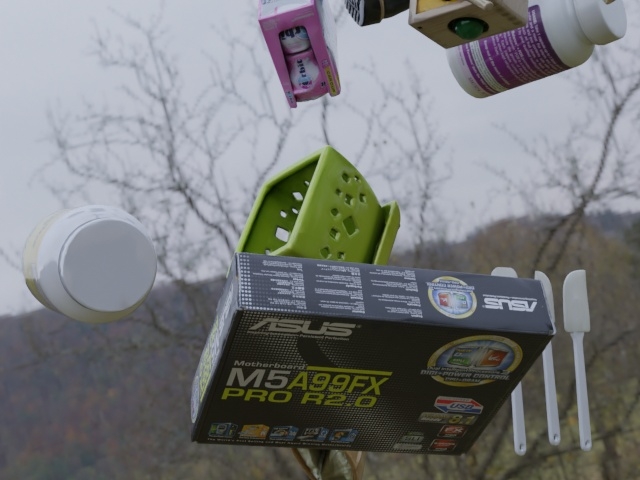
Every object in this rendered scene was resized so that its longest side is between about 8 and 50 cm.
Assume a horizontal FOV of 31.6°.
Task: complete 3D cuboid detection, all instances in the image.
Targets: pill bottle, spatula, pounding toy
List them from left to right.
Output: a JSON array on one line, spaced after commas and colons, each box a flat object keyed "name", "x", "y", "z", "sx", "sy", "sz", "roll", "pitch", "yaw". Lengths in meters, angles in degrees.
[{"name": "pill bottle", "x": -0.370, "y": 0.036, "z": 1.818, "sx": 0.188, "sy": 0.188, "sz": 0.334, "roll": -14, "pitch": 5, "yaw": -21}, {"name": "pounding toy", "x": 0.160, "y": -0.275, "z": 1.217, "sx": 0.130, "sy": 0.141, "sz": 0.100, "roll": -10, "pitch": -23, "yaw": 42}, {"name": "pill bottle", "x": 0.392, "y": -0.377, "z": 2.053, "sx": 0.301, "sy": 0.169, "sz": 0.169, "roll": -15, "pitch": -4, "yaw": 37}, {"name": "spatula", "x": 0.291, "y": 0.156, "z": 1.471, "sx": 0.168, "sy": 0.242, "sz": 0.019, "roll": 3, "pitch": -9, "yaw": -35}]

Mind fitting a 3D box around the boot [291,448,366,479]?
[{"name": "boot", "x": 0.050, "y": 0.224, "z": 1.444, "sx": 0.089, "sy": 0.236, "sz": 0.269, "roll": -23, "pitch": 27, "yaw": 25}]

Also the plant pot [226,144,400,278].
[{"name": "plant pot", "x": 0.000, "y": 0.000, "z": 2.003, "sx": 0.207, "sy": 0.228, "sz": 0.227, "roll": 31, "pitch": -30, "yaw": -22}]

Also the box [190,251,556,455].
[{"name": "box", "x": 0.035, "y": 0.107, "z": 0.984, "sx": 0.270, "sy": 0.060, "sz": 0.216, "roll": 6, "pitch": -39, "yaw": -15}]

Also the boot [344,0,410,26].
[{"name": "boot", "x": 0.080, "y": -0.339, "z": 1.365, "sx": 0.137, "sy": 0.198, "sz": 0.077, "roll": -14, "pitch": -32, "yaw": -14}]

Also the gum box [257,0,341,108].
[{"name": "gum box", "x": -0.022, "y": -0.235, "z": 1.240, "sx": 0.062, "sy": 0.107, "sz": 0.188, "roll": -15, "pitch": 33, "yaw": 8}]

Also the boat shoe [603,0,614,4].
[{"name": "boat shoe", "x": 0.433, "y": -0.416, "z": 1.747, "sx": 0.063, "sy": 0.059, "sz": 0.170, "roll": -40, "pitch": 17, "yaw": 15}]
